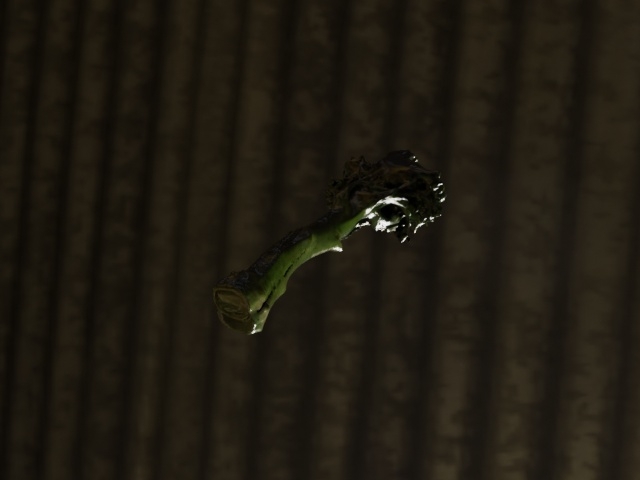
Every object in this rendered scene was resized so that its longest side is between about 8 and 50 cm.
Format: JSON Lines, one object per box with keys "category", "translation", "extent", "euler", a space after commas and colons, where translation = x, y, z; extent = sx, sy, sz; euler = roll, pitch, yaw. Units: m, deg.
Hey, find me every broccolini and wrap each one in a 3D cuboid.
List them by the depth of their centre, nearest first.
{"category": "broccolini", "translation": [0.006, 0.006, 0.866], "extent": [0.057, 0.254, 0.071], "euler": [46, -62, -1]}
